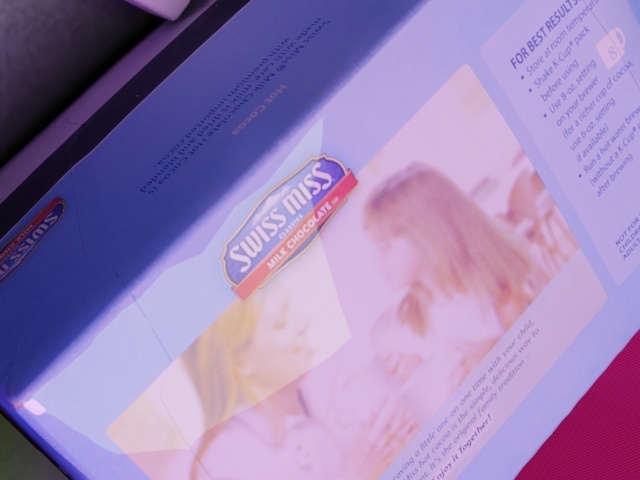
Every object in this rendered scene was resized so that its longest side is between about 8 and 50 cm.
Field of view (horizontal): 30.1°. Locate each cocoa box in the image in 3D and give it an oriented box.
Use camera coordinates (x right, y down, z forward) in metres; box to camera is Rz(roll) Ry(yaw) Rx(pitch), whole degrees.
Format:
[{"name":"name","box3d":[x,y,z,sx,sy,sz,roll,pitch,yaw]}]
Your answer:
[{"name":"cocoa box","box3d":[0.000,0.000,0.619,0.347,0.228,0.231,-46,121,-16]}]

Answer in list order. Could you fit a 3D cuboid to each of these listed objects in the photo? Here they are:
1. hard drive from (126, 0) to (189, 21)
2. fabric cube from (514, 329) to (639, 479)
[{"name":"hard drive","box3d":[-0.150,-0.272,0.508,0.353,0.047,0.233,23,94,-45]},{"name":"fabric cube","box3d":[0.154,0.185,0.769,0.258,0.259,0.254,-58,142,-20]}]
